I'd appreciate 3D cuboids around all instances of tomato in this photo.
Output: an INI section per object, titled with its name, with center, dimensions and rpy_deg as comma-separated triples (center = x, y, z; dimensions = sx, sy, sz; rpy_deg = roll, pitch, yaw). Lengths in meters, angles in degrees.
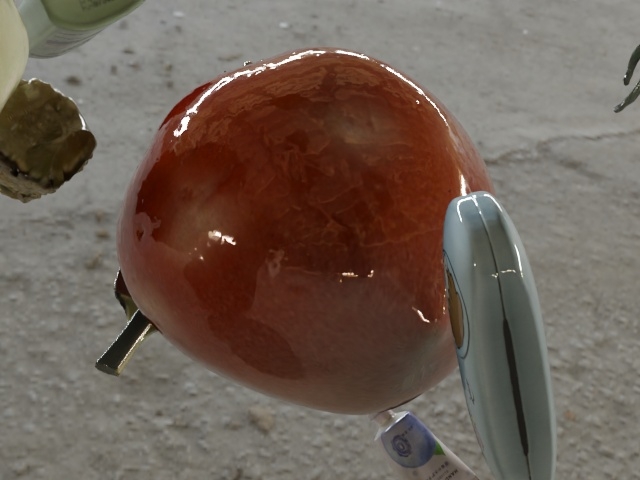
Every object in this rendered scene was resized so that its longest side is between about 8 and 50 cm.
[tomato]
center = 0.000, 0.000, 0.856
dimensions = 0.321, 0.321, 0.321
rpy_deg = 8, 31, -5

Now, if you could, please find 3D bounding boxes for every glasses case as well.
[glasses case]
center = 0.094, 0.059, 0.540
dimensions = 0.045, 0.178, 0.067
rpy_deg = -13, 28, 2

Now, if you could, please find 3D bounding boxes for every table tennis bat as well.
[table tennis bat]
center = -0.166, 0.060, 1.099
dimensions = 0.130, 0.019, 0.220
rpy_deg = 19, 49, 17

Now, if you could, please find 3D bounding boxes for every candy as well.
[candy]
center = -0.237, -0.078, 0.810
dimensions = 0.095, 0.110, 0.085
rpy_deg = 49, 56, -16

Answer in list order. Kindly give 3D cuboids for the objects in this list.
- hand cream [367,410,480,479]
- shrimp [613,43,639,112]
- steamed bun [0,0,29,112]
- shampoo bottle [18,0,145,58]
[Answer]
[hand cream]
center = 0.110, 0.245, 1.180
dimensions = 0.084, 0.053, 0.142
rpy_deg = -35, 76, -27
[shrimp]
center = 0.170, -0.119, 0.452
dimensions = 0.082, 0.174, 0.076
rpy_deg = -16, 28, -17
[steamed bun]
center = -0.383, -0.109, 0.603
dimensions = 0.394, 0.346, 0.237
rpy_deg = 8, 28, -14
[shampoo bottle]
center = -0.271, -0.263, 1.155
dimensions = 0.134, 0.078, 0.359
rpy_deg = -29, 14, -17
